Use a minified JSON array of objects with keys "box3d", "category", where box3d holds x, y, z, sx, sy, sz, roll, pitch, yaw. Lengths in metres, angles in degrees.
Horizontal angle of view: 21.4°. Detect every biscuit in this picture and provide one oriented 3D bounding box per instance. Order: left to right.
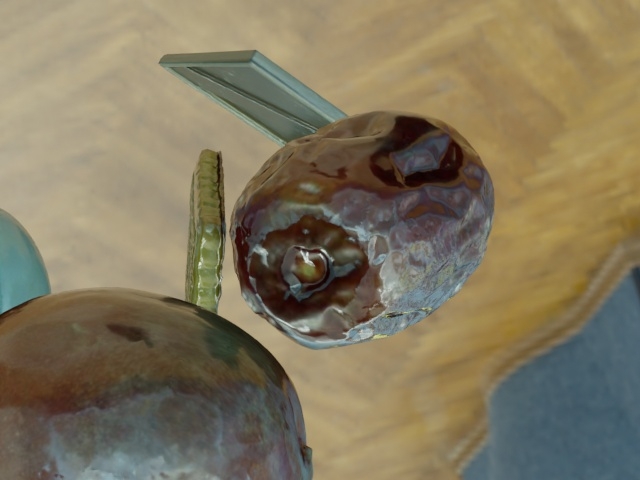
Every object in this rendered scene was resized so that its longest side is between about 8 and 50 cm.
[{"box3d":[-0.103,0.060,1.451,0.029,0.172,0.254,4,115,-6],"category":"biscuit"}]

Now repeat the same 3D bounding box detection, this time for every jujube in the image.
[{"box3d":[0.037,-0.007,1.283,0.183,0.183,0.243,-27,-174,25],"category":"jujube"}]

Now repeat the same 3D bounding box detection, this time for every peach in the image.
[{"box3d":[-0.123,0.141,1.039,0.252,0.252,0.252,-10,152,-5],"category":"peach"}]

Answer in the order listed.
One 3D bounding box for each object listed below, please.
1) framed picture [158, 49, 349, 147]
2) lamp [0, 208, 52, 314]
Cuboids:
[{"box3d":[-0.030,-0.132,1.840,0.265,0.018,0.192,32,165,-34],"category":"framed picture"},{"box3d":[-0.295,0.041,1.364,0.147,0.284,0.209,-20,174,-25],"category":"lamp"}]
